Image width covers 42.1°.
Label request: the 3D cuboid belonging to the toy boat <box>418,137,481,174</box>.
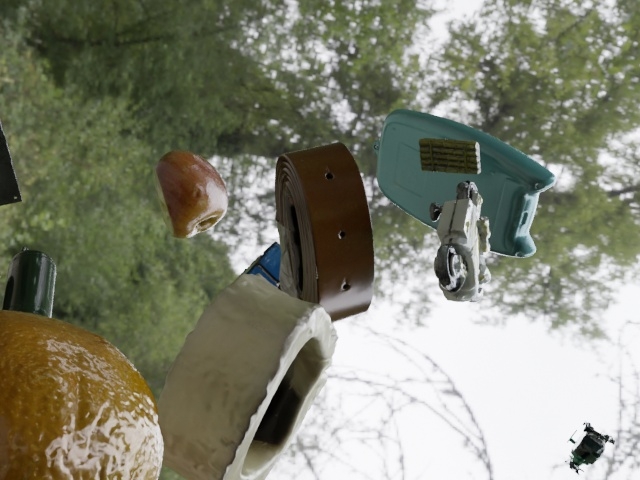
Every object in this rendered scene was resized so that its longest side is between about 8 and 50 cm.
[{"bbox_3d":[0.229,-0.150,1.482,0.115,0.016,0.063,8,-63,37],"label":"toy boat"}]

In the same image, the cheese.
[{"bbox_3d":[-0.109,0.219,1.262,0.153,0.292,0.332,29,-85,18],"label":"cheese"}]

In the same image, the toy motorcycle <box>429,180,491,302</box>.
[{"bbox_3d":[0.211,0.017,1.215,0.074,0.151,0.228,-9,-147,25],"label":"toy motorcycle"}]

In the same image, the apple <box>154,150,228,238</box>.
[{"bbox_3d":[-0.290,-0.105,1.809,0.173,0.160,0.195,52,-21,8],"label":"apple"}]

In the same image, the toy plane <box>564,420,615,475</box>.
[{"bbox_3d":[0.499,0.393,1.563,0.060,0.235,0.096,33,-90,16],"label":"toy plane"}]

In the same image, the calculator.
[{"bbox_3d":[0.261,-0.116,1.649,0.386,0.054,0.256,29,-43,27],"label":"calculator"}]

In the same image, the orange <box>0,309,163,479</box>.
[{"bbox_3d":[-0.266,0.183,0.731,0.264,0.264,0.264,-27,-121,58],"label":"orange"}]

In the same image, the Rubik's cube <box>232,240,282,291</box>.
[{"bbox_3d":[-0.130,0.139,1.994,0.183,0.167,0.180,-48,-175,-38],"label":"Rubik's cube"}]

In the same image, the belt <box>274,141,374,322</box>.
[{"bbox_3d":[0.000,0.000,1.457,0.217,0.122,0.338,-131,-148,-56],"label":"belt"}]

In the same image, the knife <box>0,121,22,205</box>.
[{"bbox_3d":[-0.661,-0.186,1.662,0.019,0.072,0.245,-142,-139,-63],"label":"knife"}]

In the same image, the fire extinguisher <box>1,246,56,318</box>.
[{"bbox_3d":[-0.587,0.104,1.660,0.114,0.095,0.311,-31,-146,9],"label":"fire extinguisher"}]
